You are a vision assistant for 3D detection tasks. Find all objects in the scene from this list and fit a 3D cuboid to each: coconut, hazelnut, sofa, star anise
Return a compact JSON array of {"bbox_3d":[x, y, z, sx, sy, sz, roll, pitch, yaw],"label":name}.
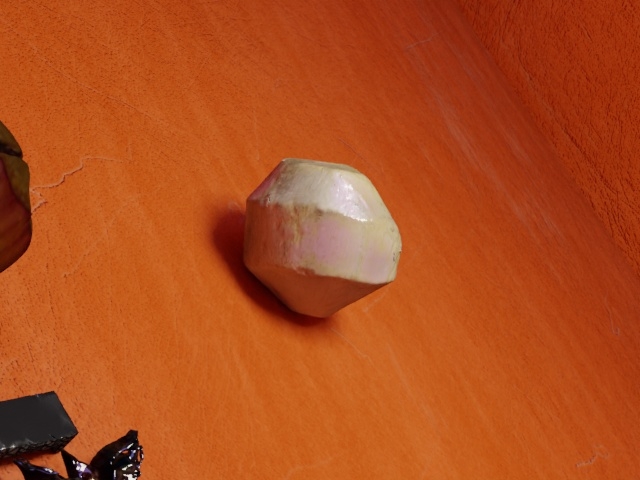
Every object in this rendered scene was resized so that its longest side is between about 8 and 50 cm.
[{"bbox_3d":[0.000,0.000,1.933,0.237,0.237,0.197,53,23,16],"label":"coconut"},{"bbox_3d":[-0.411,-0.051,1.444,0.212,0.181,0.181,61,9,11],"label":"hazelnut"},{"bbox_3d":[-0.310,0.195,1.389,0.060,0.039,0.118,53,28,19],"label":"sofa"},{"bbox_3d":[-0.211,0.269,1.408,0.212,0.053,0.157,42,27,-1],"label":"star anise"}]
